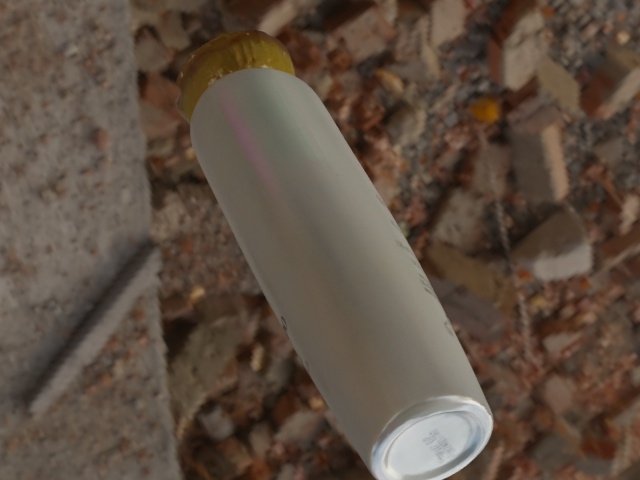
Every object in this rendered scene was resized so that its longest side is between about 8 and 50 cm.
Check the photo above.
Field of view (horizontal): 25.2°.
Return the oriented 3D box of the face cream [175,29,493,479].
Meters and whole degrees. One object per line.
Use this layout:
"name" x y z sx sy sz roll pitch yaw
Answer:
"face cream" 0.000 0.000 0.488 0.051 0.182 0.072 -34 143 7
